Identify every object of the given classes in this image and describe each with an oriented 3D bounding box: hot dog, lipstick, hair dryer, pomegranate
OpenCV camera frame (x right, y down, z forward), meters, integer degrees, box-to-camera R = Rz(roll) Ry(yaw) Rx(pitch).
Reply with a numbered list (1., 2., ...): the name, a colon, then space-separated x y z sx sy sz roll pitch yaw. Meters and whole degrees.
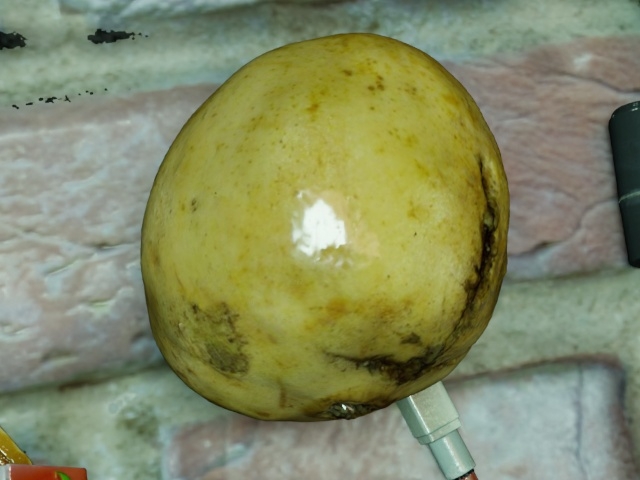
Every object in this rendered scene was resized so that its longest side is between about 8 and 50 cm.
1. hot dog: -0.223 0.137 0.993 0.037 0.021 0.083 -35 88 -30
2. lipstick: 0.088 0.143 1.074 0.030 0.030 0.129 -26 85 -20
3. hair dryer: 0.330 -0.044 1.170 0.219 0.071 0.124 1 77 -22
4. pomegranate: 0.000 0.000 0.966 0.260 0.260 0.260 3 77 -15

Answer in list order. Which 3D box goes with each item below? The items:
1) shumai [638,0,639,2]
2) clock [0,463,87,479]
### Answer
1. shumai: 0.345 -0.193 1.162 0.218 0.189 0.256 31 59 13
2. clock: -0.119 0.248 0.893 0.309 0.166 0.235 0 72 -31
